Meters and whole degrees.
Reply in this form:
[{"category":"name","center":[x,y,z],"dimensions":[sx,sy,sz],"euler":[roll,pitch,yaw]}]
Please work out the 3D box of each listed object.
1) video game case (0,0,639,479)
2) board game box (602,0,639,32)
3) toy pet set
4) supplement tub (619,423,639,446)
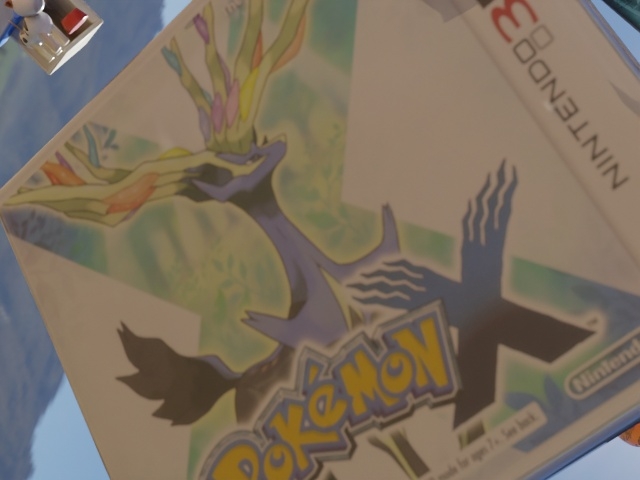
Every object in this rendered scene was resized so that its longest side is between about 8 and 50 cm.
[{"category":"video game case","center":[0.000,0.000,0.520],"dimensions":[0.329,0.036,0.300],"euler":[-40,-115,22]},{"category":"board game box","center":[0.233,-0.242,0.931],"dimensions":[0.026,0.186,0.126],"euler":[-44,-149,28]},{"category":"toy pet set","center":[-0.155,-0.162,0.667],"dimensions":[0.114,0.065,0.122],"euler":[-30,-163,52]},{"category":"supplement tub","center":[0.430,0.096,1.049],"dimensions":[0.193,0.316,0.193],"euler":[171,-90,-78]}]
